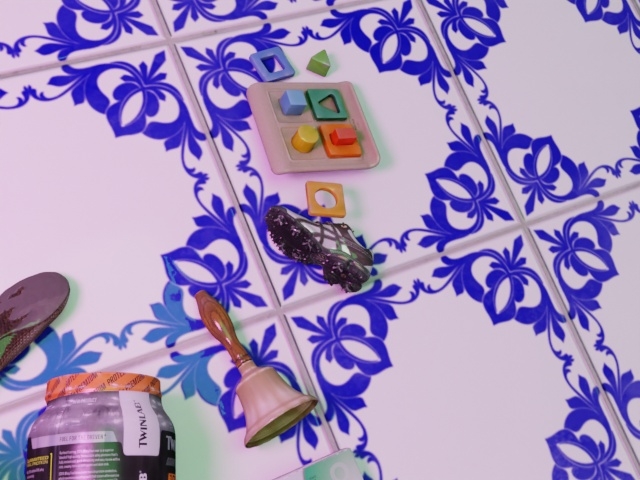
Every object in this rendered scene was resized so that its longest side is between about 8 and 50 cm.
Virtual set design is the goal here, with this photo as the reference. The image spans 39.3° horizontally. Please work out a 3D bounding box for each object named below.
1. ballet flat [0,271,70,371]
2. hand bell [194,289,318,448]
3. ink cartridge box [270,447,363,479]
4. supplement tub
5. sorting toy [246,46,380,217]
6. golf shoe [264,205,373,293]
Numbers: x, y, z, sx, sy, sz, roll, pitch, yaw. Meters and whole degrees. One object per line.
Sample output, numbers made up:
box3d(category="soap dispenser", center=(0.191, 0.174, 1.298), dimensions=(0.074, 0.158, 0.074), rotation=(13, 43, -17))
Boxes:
box3d(category="ballet flat", center=(-0.447, 0.142, 1.263), dimensions=(0.084, 0.058, 0.250), rotation=(27, 57, 15))
box3d(category="hand bell", center=(-0.121, 0.176, 1.350), dimensions=(0.126, 0.126, 0.242), rotation=(-26, 68, -25))
box3d(category="ink cartridge box", center=(0.010, 0.432, 1.285), dimensions=(0.181, 0.056, 0.224), rotation=(-12, 73, -44))
box3d(category="supplement tub", center=(-0.285, 0.339, 1.167), dimensions=(0.194, 0.193, 0.315), rotation=(3, 71, -18))
box3d(category="sorting toy", center=(-0.007, -0.197, 1.502), dimensions=(0.196, 0.047, 0.347), rotation=(-8, 65, -25))
box3d(category="golf shoe", center=(0.000, 0.000, 1.463), dimensions=(0.198, 0.077, 0.094), rotation=(38, 46, -5))
